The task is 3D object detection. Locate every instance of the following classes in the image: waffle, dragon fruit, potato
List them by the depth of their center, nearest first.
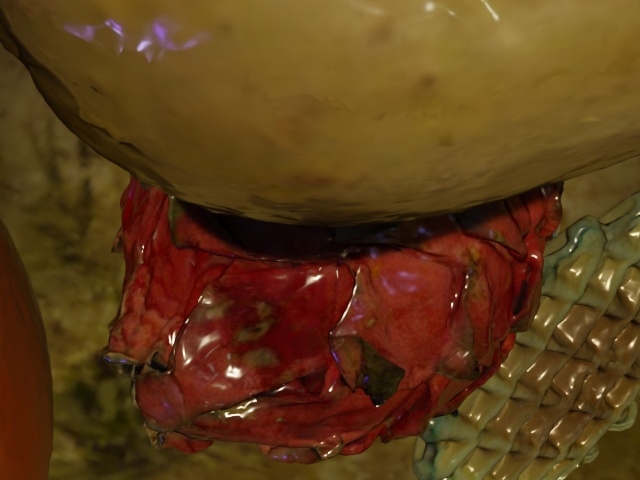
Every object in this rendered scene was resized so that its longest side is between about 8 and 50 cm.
[{"bbox_3d":[0.007,-0.102,0.490,0.242,0.242,0.285,-60,34,4],"label":"potato"},{"bbox_3d":[0.000,0.000,1.040,0.244,0.244,0.299,13,40,44],"label":"dragon fruit"},{"bbox_3d":[0.192,0.097,1.505,0.309,0.291,0.056,-30,48,-23],"label":"waffle"}]

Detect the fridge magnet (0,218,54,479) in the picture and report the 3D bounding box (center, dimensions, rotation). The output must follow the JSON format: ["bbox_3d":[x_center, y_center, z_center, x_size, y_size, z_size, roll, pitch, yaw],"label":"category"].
[{"bbox_3d":[-0.291,0.056,1.092,0.155,0.363,0.363,-19,60,25],"label":"fridge magnet"}]
